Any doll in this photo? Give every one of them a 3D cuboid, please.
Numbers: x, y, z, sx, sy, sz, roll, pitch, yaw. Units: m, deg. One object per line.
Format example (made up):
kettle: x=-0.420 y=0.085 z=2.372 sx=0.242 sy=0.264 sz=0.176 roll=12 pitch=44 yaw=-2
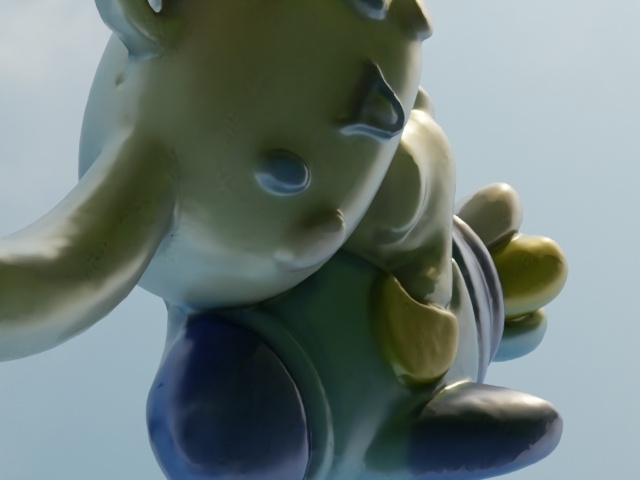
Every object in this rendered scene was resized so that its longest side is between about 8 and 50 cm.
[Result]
doll: x=0.005 y=0.003 z=0.716 sx=0.376 sy=0.365 sz=0.187 roll=-41 pitch=-142 yaw=-16
